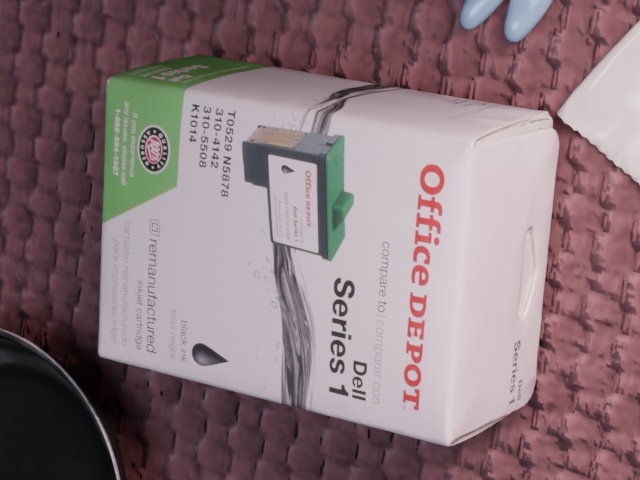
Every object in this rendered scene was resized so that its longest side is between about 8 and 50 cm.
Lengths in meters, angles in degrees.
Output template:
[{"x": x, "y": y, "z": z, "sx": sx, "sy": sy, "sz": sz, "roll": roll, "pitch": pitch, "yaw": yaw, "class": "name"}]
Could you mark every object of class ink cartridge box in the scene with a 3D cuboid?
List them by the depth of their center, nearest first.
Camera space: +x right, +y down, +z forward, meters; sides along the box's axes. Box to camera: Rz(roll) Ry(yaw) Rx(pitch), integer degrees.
[{"x": 0.000, "y": 0.000, "z": 1.006, "sx": 0.219, "sy": 0.092, "sz": 0.160, "roll": 11, "pitch": 106, "yaw": 30, "class": "ink cartridge box"}]

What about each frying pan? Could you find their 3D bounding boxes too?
[{"x": -0.237, "y": 0.106, "z": 1.202, "sx": 0.326, "sy": 0.053, "sz": 0.197, "roll": 39, "pitch": 118, "yaw": 21, "class": "frying pan"}]

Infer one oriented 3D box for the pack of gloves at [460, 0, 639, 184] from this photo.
[{"x": 0.157, "y": -0.153, "z": 0.905, "sx": 0.195, "sy": 0.046, "sz": 0.232, "roll": 45, "pitch": 120, "yaw": 17, "class": "pack of gloves"}]
